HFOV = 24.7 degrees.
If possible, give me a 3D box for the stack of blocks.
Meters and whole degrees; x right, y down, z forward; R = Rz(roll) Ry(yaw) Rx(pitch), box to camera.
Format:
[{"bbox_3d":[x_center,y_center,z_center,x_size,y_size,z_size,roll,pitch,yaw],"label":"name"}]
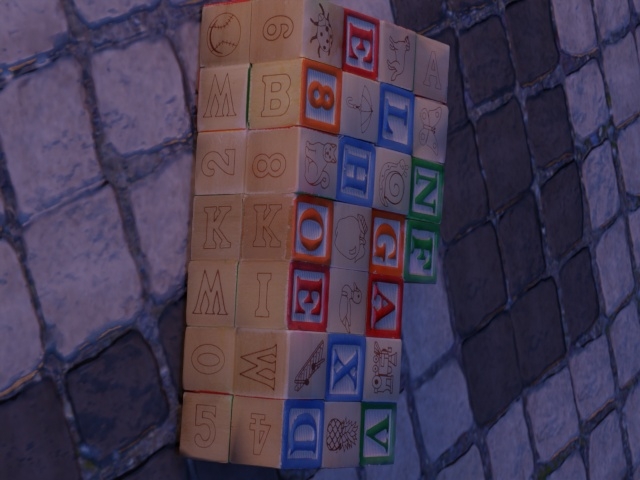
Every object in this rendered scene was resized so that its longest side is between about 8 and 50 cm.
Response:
[{"bbox_3d":[0.000,0.000,0.984,0.171,0.087,0.297,10,82,-53],"label":"stack of blocks"}]
